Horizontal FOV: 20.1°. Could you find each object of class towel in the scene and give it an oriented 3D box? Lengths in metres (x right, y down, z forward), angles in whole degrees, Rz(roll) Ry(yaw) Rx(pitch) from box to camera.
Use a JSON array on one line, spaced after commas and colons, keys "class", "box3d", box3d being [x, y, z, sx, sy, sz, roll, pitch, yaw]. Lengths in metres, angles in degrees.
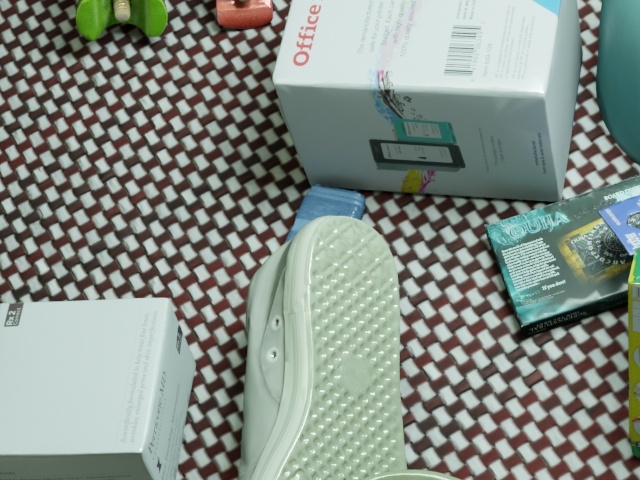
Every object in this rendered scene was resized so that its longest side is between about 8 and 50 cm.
[{"class": "towel", "box3d": [0.000, 0.000, 1.843, 0.067, 0.029, 0.119, 13, 62, 20]}]

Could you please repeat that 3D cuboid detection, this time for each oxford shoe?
[{"class": "oxford shoe", "box3d": [-0.012, 0.196, 1.676, 0.130, 0.169, 0.449, -25, 53, 48]}]

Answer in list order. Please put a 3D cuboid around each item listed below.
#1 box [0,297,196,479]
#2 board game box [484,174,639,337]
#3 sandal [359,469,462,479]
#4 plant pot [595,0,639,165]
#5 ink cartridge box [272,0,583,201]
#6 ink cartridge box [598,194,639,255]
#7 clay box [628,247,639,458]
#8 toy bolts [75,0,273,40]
[{"class": "box", "box3d": [-0.228, 0.161, 1.730, 0.181, 0.119, 0.181, -2, 51, 12]}, {"class": "board game box", "box3d": [0.268, 0.011, 1.776, 0.186, 0.026, 0.126, -18, 56, 2]}, {"class": "sandal", "box3d": [0.151, 0.270, 1.548, 0.302, 0.086, 0.120, 17, 69, 16]}, {"class": "plant pot", "box3d": [0.410, -0.228, 1.767, 0.293, 0.235, 0.293, -6, 58, 9]}, {"class": "ink cartridge box", "box3d": [0.115, -0.177, 1.825, 0.270, 0.197, 0.198, 4, 61, 15]}, {"class": "ink cartridge box", "box3d": [0.422, -0.031, 1.653, 0.311, 0.065, 0.186, -15, 14, 2]}, {"class": "clay box", "box3d": [0.338, 0.110, 1.596, 0.127, 0.222, 0.053, 5, 42, 15]}, {"class": "toy bolts", "box3d": [-0.160, -0.343, 2.006, 0.228, 0.218, 0.158, -1, 50, -9]}]
